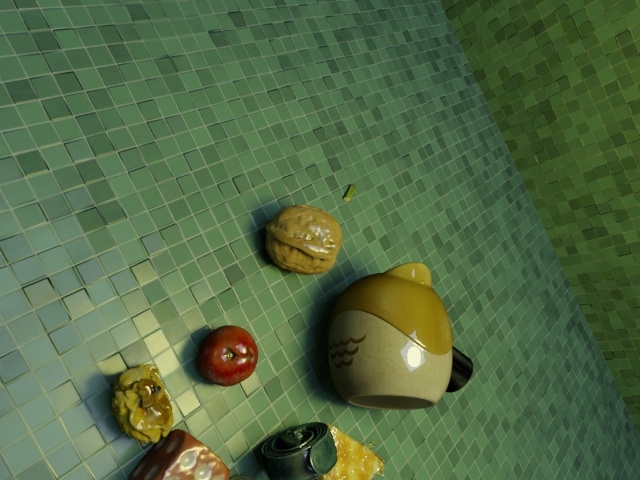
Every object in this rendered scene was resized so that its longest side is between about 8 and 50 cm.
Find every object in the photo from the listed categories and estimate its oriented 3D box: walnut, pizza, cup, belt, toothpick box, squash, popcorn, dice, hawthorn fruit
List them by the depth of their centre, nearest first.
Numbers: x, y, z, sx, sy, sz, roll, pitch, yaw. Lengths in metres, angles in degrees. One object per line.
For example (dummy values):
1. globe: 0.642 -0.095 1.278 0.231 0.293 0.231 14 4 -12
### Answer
1. dice: -0.342 0.584 1.201 0.175 0.179 0.174 49 52 -13
2. popcorn: -0.447 0.398 1.205 0.140 0.163 0.194 -24 124 -23
3. hawthorn fruit: -0.252 0.322 1.361 0.173 0.173 0.172 13 68 -36
4. belt: -0.055 0.602 1.369 0.207 0.267 0.116 -18 87 -17
5. pizza: 0.101 0.746 1.579 0.288 0.075 0.279 20 69 -35
6. walnut: -0.058 -0.002 1.586 0.257 0.257 0.224 10 107 -36
7. toothpick box: 0.230 0.315 1.597 0.409 0.409 0.425 22 58 -32
8. squash: 0.118 -0.188 1.913 0.027 0.027 0.083 44 53 -20
9. cup: 0.469 0.466 1.942 0.177 0.239 0.166 40 97 -16

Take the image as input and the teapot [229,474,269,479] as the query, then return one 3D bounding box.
1. teapot: -0.201 0.703 1.324 0.092 0.124 0.090 -59 143 -65
